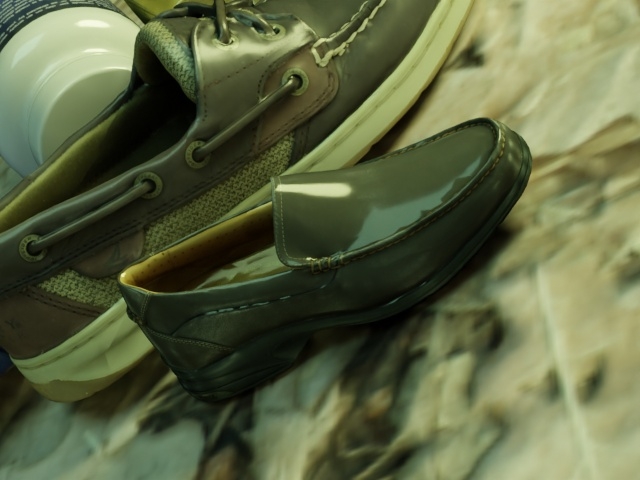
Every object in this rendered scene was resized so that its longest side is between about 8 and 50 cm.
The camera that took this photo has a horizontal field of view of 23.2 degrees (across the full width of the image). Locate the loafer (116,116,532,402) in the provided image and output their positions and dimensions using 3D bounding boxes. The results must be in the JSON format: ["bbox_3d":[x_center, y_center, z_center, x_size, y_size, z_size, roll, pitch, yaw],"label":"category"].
[{"bbox_3d":[0.000,0.000,0.595,0.170,0.061,0.062,-33,34,14],"label":"loafer"}]

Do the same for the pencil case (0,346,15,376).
[{"bbox_3d":[-0.274,0.087,0.730,0.306,0.119,0.133,-39,34,8],"label":"pencil case"}]

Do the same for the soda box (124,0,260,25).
[{"bbox_3d":[-0.011,-0.161,0.780,0.181,0.061,0.058,-48,35,-6],"label":"soda box"}]

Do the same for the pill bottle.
[{"bbox_3d":[-0.129,-0.079,0.784,0.094,0.094,0.169,-45,34,-1],"label":"pill bottle"}]

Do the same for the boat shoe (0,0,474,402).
[{"bbox_3d":[-0.044,-0.059,0.673,0.285,0.092,0.103,-46,30,-7],"label":"boat shoe"}]
